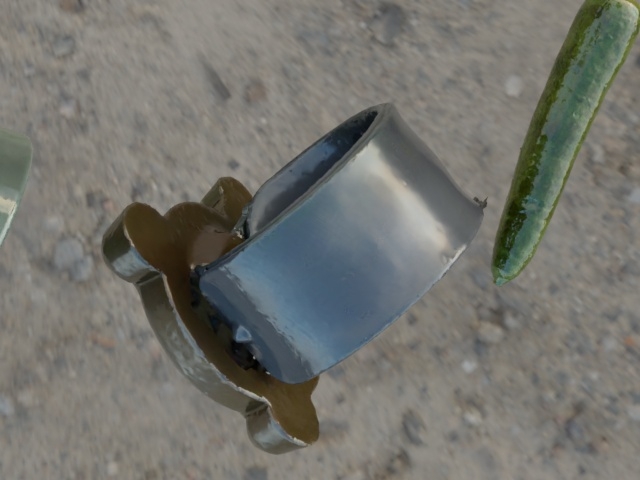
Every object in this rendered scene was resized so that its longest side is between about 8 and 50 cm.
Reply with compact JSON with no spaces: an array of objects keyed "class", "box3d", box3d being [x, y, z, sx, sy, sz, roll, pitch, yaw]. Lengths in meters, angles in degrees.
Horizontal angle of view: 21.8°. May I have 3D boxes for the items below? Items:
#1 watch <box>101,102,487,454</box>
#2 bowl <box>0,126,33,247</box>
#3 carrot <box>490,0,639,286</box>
[{"class":"watch","box3d":[0.000,0.000,1.732,0.327,0.335,0.314,-35,100,24]},{"class":"bowl","box3d":[-0.420,-0.015,1.618,0.146,0.289,0.289,33,98,-23]},{"class":"carrot","box3d":[0.266,-0.114,1.871,0.074,0.074,0.358,20,98,-18]}]
